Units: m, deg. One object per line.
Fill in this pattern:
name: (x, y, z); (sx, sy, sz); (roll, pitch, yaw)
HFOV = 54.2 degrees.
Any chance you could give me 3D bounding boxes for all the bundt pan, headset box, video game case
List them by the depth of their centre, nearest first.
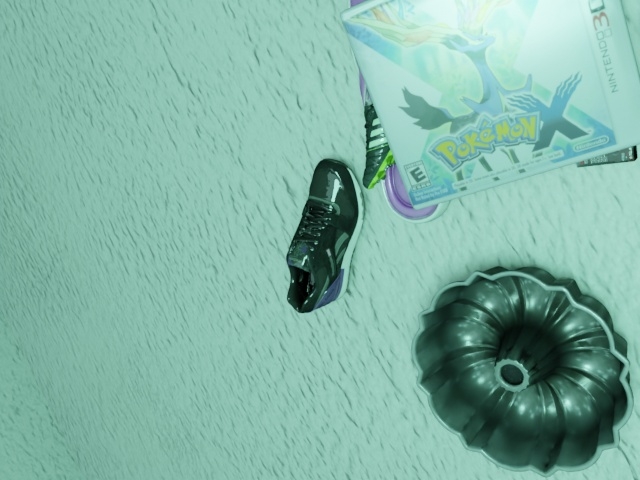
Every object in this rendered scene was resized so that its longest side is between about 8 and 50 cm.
video game case: (0.229, -0.220, 0.826); (0.329, 0.036, 0.299); (-16, 108, 23)
headset box: (0.390, -0.137, 0.867); (0.083, 0.032, 0.062); (-3, 103, 35)
bundt pan: (0.315, 0.185, 0.971); (0.331, 0.124, 0.330); (12, 111, 32)

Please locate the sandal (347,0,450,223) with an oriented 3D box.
sandal: (0.126, -0.226, 0.984); (0.169, 0.102, 0.416); (-9, 100, 37)

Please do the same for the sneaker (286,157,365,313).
sneaker: (0.000, 0.000, 1.110); (0.107, 0.124, 0.283); (16, 114, 30)

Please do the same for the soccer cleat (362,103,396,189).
soccer cleat: (0.093, -0.165, 0.946); (0.072, 0.060, 0.178); (28, 114, 14)
